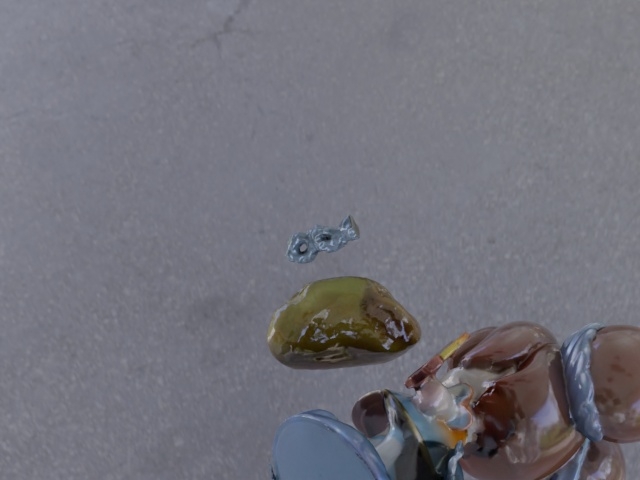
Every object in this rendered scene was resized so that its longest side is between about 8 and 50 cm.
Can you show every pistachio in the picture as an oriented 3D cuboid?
[{"bbox_3d":[0.023,0.101,1.253,0.189,0.110,0.100,-4,66,-17],"label":"pistachio"}]

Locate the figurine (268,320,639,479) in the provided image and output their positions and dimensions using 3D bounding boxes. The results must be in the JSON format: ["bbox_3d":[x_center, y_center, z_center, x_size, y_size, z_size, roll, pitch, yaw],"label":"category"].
[{"bbox_3d":[0.174,0.210,1.140,0.388,0.276,0.248,-22,56,-37],"label":"figurine"}]

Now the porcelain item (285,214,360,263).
[{"bbox_3d":[0.000,0.000,1.116,0.083,0.036,0.028,-24,9,18],"label":"porcelain item"}]
